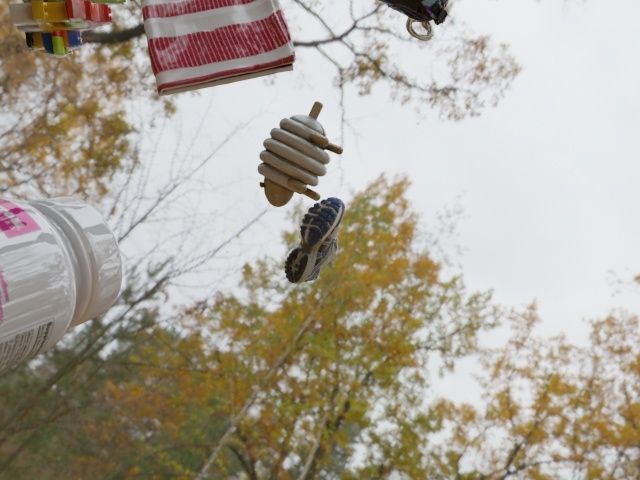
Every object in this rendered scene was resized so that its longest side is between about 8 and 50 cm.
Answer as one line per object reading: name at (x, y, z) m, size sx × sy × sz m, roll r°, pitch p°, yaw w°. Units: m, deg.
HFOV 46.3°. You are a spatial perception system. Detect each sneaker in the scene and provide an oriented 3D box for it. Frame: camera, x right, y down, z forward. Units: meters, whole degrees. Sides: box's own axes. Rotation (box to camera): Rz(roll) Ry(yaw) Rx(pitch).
sneaker at (0.000, 0.000, 1.047) m, size 0.058 × 0.135 × 0.052 m, roll 12°, pitch 24°, yaw -48°

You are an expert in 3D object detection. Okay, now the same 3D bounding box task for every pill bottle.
pill bottle at (-0.329, 0.048, 0.677) m, size 0.160 × 0.283 × 0.160 m, roll 8°, pitch -73°, yaw 28°

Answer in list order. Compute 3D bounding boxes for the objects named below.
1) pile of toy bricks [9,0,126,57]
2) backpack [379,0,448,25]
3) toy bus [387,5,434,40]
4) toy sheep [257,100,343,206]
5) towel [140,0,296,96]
pile of toy bricks at (-0.234, -0.240, 0.725) m, size 0.212 × 0.105 × 0.118 m, roll -159°, pitch -117°, yaw -75°
backpack at (0.093, -0.345, 0.841) m, size 0.117 × 0.173 × 0.158 m, roll 52°, pitch -58°, yaw 36°
toy bus at (0.118, -0.418, 1.058) m, size 0.202 × 0.191 × 0.104 m, roll 29°, pitch -29°, yaw -3°
toy sheep at (-0.026, -0.100, 0.870) m, size 0.091 × 0.132 × 0.091 m, roll 29°, pitch -1°, yaw 0°
towel at (-0.187, -0.397, 1.281) m, size 0.037 × 0.237 × 0.329 m, roll 85°, pitch -9°, yaw -59°
